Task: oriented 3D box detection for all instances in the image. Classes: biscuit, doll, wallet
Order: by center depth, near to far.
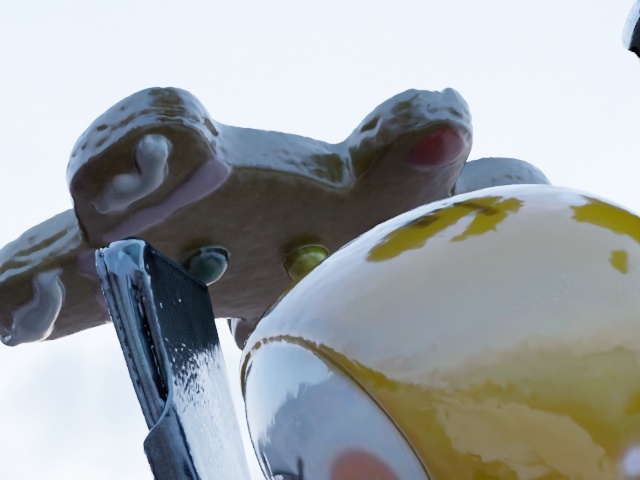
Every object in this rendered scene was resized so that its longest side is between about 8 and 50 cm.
[{"bbox_3d":[0.086,0.095,0.832,0.213,0.213,0.236,-22,-78,28],"label":"doll"},{"bbox_3d":[-0.058,0.158,1.087,0.045,0.318,0.172,-18,-14,4],"label":"wallet"},{"bbox_3d":[0.000,0.001,1.350,0.432,0.064,0.283,5,-39,-35],"label":"biscuit"}]

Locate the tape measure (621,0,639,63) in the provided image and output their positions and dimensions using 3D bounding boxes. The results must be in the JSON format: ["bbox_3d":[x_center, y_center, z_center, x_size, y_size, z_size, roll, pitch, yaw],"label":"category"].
[{"bbox_3d":[0.226,-0.116,0.934,0.177,0.087,0.154,15,-75,1],"label":"tape measure"}]
